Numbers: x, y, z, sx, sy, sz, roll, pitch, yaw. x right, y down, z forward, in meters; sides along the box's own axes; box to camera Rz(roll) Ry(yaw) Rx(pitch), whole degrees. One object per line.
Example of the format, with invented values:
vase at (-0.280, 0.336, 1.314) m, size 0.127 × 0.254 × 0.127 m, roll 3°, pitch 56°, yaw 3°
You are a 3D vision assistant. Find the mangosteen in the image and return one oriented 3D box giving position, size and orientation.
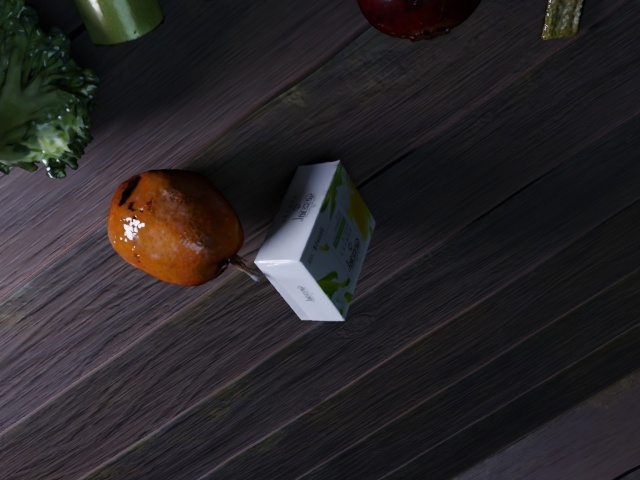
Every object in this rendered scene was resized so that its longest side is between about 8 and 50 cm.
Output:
mangosteen at (0.152, -0.445, 0.864) m, size 0.215 × 0.215 × 0.257 m, roll -10°, pitch 101°, yaw -12°

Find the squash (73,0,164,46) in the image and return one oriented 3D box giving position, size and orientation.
squash at (-0.302, -0.386, 0.791) m, size 0.123 × 0.123 × 0.186 m, roll -17°, pitch 127°, yaw -7°

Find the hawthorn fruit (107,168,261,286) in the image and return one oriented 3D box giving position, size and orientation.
hawthorn fruit at (-0.232, -0.007, 1.016) m, size 0.299 × 0.211 × 0.211 m, roll 33°, pitch 117°, yaw 9°

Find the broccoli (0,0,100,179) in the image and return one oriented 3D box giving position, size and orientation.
broccoli at (-0.504, -0.207, 0.791) m, size 0.335 × 0.272 × 0.323 m, roll -25°, pitch 106°, yaw 3°

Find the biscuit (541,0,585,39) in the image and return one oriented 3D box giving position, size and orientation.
biscuit at (0.475, -0.437, 1.091) m, size 0.082 × 0.018 × 0.083 m, roll -13°, pitch 129°, yaw -10°

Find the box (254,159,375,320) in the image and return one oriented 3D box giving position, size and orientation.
box at (0.000, 0.000, 1.102) m, size 0.111 × 0.260 × 0.194 m, roll -6°, pitch 138°, yaw 30°
